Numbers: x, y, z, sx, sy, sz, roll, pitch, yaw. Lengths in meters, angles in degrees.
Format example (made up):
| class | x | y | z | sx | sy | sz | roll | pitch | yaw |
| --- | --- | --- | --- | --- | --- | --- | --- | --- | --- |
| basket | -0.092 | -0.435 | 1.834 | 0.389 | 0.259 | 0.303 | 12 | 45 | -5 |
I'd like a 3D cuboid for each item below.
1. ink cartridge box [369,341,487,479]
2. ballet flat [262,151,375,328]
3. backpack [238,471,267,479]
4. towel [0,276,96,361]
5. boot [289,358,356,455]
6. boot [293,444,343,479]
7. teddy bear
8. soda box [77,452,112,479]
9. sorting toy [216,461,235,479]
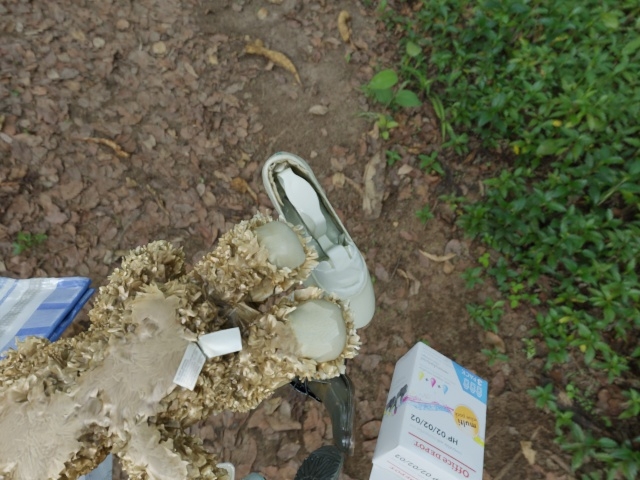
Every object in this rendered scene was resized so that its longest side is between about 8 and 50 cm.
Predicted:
| class | x | y | z | sx | sy | sz | roll | pitch | yaw |
| --- | --- | --- | --- | --- | --- | --- | --- | --- | --- |
| ink cartridge box | 0.127 | 0.222 | 0.523 | 0.104 | 0.062 | 0.181 | 30 | 42 | -2 |
| ballet flat | 0.000 | 0.000 | 0.565 | 0.086 | 0.086 | 0.249 | -30 | 90 | -29 |
| backpack | -0.093 | 0.376 | 0.529 | 0.144 | 0.189 | 0.166 | -8 | 47 | -36 |
| towel | -0.529 | 0.122 | 0.704 | 0.284 | 0.034 | 0.209 | 1 | 32 | 4 |
| boot | -0.005 | 0.230 | 0.699 | 0.106 | 0.082 | 0.219 | 0 | 30 | -6 |
| boot | 0.007 | 0.487 | 0.770 | 0.190 | 0.076 | 0.209 | -46 | 123 | -46 |
| teddy bear | -0.131 | 0.109 | 0.423 | 0.245 | 0.113 | 0.338 | 44 | 81 | 11 |
| soda box | -0.570 | 0.481 | 1.101 | 0.098 | 0.091 | 0.286 | -25 | 52 | 6 |
| sorting toy | -0.362 | 0.745 | 1.347 | 0.208 | 0.193 | 0.038 | 2 | 22 | -13 |
